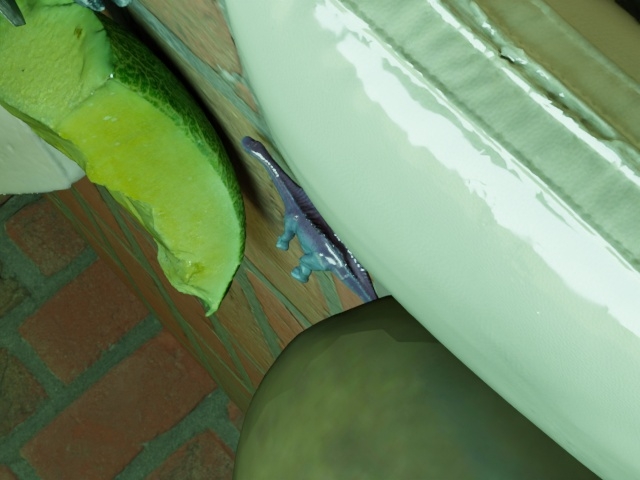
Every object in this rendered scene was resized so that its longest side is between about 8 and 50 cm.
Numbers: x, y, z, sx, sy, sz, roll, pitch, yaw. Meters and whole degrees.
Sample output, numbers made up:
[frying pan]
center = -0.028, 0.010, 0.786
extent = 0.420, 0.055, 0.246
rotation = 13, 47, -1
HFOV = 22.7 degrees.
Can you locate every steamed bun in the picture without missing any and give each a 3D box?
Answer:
[steamed bun]
center = -0.313, -0.147, 1.617
extent = 0.241, 0.164, 0.146
rotation = 2, 139, 39

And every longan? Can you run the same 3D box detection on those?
[longan]
center = 0.099, 0.178, 0.808
extent = 0.350, 0.288, 0.288
rotation = 52, 170, -29

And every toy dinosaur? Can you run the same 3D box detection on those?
[toy dinosaur]
center = 0.000, 0.000, 1.216
extent = 0.197, 0.045, 0.080
rotation = 51, 160, 11

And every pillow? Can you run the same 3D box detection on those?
[pillow]
center = 0.091, -0.007, 0.594
extent = 0.322, 0.120, 0.255
rotation = 43, 172, 16

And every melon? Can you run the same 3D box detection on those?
[melon]
center = -0.148, -0.071, 1.376
extent = 0.196, 0.124, 0.323
rotation = 40, 172, 47

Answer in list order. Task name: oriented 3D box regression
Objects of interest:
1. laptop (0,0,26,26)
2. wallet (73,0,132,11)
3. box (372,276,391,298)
[laptop]
center = -0.321, -0.305, 1.251
extent = 0.269, 0.015, 0.187
rotation = 61, -176, 26
[wallet]
center = -0.280, -0.318, 1.160
extent = 0.342, 0.075, 0.237
rotation = 55, 173, -34
[box]
center = 0.099, 0.071, 1.039
extent = 0.130, 0.051, 0.129
rotation = 44, 170, 23
